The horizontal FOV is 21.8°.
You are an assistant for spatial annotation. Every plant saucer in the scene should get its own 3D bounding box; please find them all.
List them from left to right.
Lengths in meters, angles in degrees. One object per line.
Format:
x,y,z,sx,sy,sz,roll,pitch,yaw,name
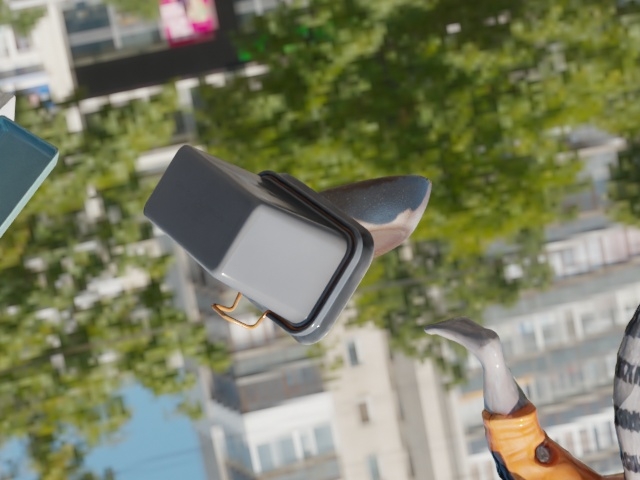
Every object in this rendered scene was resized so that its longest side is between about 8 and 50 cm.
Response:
-0.270,-0.003,1.230,0.067,0.192,0.018,31,169,28,plant saucer
0.000,0.000,1.335,0.198,0.036,0.198,-16,168,-3,plant saucer

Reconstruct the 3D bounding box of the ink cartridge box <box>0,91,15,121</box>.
-0.347,-0.090,1.326,0.180,0.060,0.104,13,-151,7,ink cartridge box

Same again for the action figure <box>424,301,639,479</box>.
0.155,0.205,1.044,0.341,0.330,0.178,-6,175,-33,action figure

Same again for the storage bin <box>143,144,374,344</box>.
-0.050,0.000,1.062,0.091,0.098,0.135,27,-174,-40,storage bin
